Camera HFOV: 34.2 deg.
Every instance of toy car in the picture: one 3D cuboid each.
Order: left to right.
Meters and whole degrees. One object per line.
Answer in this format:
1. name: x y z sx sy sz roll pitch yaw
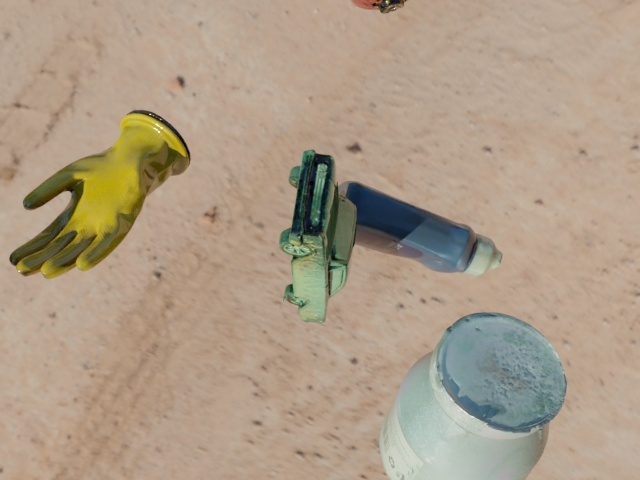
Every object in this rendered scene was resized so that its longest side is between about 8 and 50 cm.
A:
1. toy car: 0.000 0.000 1.469 0.097 0.320 0.141 7 66 4

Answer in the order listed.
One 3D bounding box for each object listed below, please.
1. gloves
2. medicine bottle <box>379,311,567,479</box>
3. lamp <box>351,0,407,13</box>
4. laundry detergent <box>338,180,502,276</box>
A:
1. gloves: -0.312 -0.049 1.450 0.133 0.116 0.294 3 43 40
2. medicine bottle: 0.237 0.268 1.600 0.245 0.290 0.245 7 53 -9
3. lamp: 0.081 -0.341 1.339 0.108 0.107 0.092 -18 81 15
4. laundry detergent: 0.150 -0.005 1.679 0.290 0.143 0.094 20 71 -13
